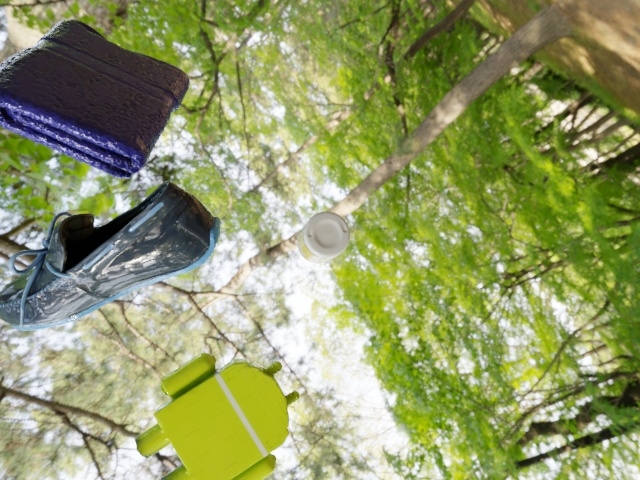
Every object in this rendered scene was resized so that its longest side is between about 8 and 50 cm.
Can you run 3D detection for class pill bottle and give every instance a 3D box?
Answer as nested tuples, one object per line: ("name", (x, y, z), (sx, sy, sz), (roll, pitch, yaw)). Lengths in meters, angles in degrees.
("pill bottle", (0.000, 0.000, 0.663), (0.065, 0.065, 0.116), (54, 167, 1))

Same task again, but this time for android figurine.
("android figurine", (-0.168, 0.316, 0.792), (0.248, 0.273, 0.056), (57, 170, -2))

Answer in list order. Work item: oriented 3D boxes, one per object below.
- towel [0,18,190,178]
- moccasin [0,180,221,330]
("towel", (-0.347, -0.226, 0.711), (0.227, 0.076, 0.308), (21, -144, -18))
("moccasin", (-0.298, 0.008, 0.602), (0.138, 0.342, 0.117), (-102, -15, -51))
